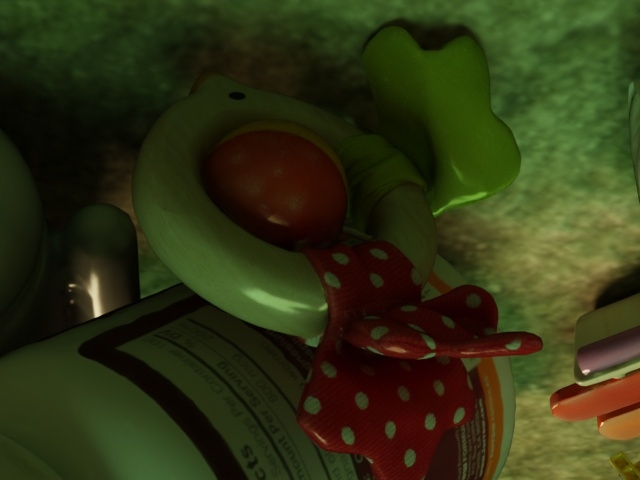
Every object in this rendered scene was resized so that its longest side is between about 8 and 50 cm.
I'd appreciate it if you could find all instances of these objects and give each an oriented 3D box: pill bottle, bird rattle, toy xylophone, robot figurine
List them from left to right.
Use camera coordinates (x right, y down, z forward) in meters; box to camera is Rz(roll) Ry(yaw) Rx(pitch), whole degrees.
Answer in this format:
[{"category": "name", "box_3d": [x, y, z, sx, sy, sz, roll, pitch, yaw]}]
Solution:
[{"category": "robot figurine", "box_3d": [-0.259, 0.045, 0.687, 0.299, 0.200, 0.353, -10, 143, -12]}, {"category": "pill bottle", "box_3d": [-0.070, 0.140, 0.633, 0.224, 0.224, 0.392, -34, 173, 38]}, {"category": "bird rattle", "box_3d": [0.000, 0.000, 0.592, 0.207, 0.253, 0.143, 20, 137, -5]}, {"category": "toy xylophone", "box_3d": [0.335, 0.103, 0.851, 0.322, 0.081, 0.236, 28, 136, -31]}]

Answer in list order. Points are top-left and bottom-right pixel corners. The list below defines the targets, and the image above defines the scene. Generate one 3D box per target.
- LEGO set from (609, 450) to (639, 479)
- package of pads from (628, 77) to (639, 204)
[{"category": "LEGO set", "box_3d": [0.317, 0.170, 0.780, 0.287, 0.132, 0.107, -16, 149, 11]}, {"category": "package of pads", "box_3d": [0.307, 0.005, 0.633, 0.229, 0.101, 0.296, -21, 127, 7]}]
